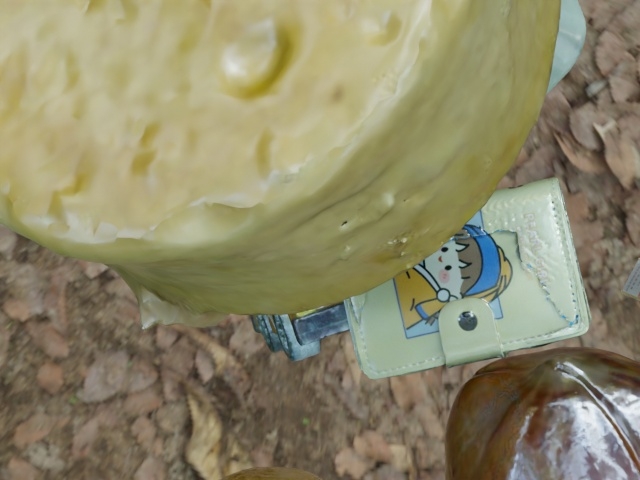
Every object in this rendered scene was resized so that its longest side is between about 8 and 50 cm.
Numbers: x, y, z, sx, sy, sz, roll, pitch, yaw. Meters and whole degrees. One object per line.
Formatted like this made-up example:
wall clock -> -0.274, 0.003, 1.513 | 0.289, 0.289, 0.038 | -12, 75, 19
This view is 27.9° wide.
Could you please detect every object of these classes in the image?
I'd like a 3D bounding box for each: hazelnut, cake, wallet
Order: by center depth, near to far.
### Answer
cake -> -0.017, -0.110, 0.706 | 0.332, 0.321, 0.332 | -5, 77, 22
wallet -> 0.092, 0.027, 0.851 | 0.155, 0.039, 0.110 | -14, 82, 13
hazelnut -> 0.216, 0.187, 1.070 | 0.229, 0.229, 0.230 | 1, 105, 5

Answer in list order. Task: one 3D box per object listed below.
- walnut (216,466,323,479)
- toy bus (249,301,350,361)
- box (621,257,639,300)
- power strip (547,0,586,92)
walnut -> -0.052, 0.295, 1.202 | 0.167, 0.207, 0.167 | -2, 87, 37
toy bus -> 0.000, 0.000, 1.250 | 0.161, 0.323, 0.194 | -18, 91, -10
box -> 0.369, 0.049, 1.429 | 0.012, 0.083, 0.046 | 30, 90, -22
power strip -> 0.050, -0.151, 0.961 | 0.141, 0.230, 0.261 | 21, 131, -27
